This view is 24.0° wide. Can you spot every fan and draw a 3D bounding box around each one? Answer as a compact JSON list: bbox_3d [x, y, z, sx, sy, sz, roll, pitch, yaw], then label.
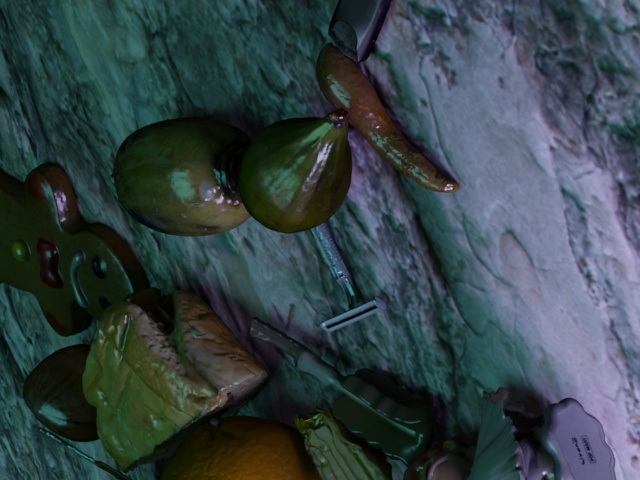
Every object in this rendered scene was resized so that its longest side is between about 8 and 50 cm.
[{"bbox_3d":[-0.267,0.357,2.188,0.335,0.011,0.229,29,167,8],"label":"fan"}]

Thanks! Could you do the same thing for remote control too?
[{"bbox_3d":[0.056,-0.274,1.548,0.059,0.028,0.212,42,137,19],"label":"remote control"}]

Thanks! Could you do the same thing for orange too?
[{"bbox_3d":[-0.090,0.345,1.916,0.264,0.264,0.264,27,130,36],"label":"orange"}]

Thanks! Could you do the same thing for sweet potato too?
[{"bbox_3d":[0.065,-0.123,1.622,0.214,0.050,0.050,50,141,7],"label":"sweet potato"}]

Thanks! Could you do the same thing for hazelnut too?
[{"bbox_3d":[-0.364,0.234,2.242,0.150,0.150,0.150,27,130,36],"label":"hazelnut"}]

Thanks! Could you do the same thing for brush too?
[{"bbox_3d":[0.022,0.170,1.835,0.301,0.071,0.084,30,121,34],"label":"brush"}]

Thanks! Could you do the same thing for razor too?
[{"bbox_3d":[0.003,-0.002,1.780,0.084,0.036,0.211,-24,88,28],"label":"razor"}]

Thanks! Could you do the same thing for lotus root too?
[{"bbox_3d":[-0.180,-0.077,1.850,0.278,0.154,0.154,4,116,52],"label":"lotus root"}]

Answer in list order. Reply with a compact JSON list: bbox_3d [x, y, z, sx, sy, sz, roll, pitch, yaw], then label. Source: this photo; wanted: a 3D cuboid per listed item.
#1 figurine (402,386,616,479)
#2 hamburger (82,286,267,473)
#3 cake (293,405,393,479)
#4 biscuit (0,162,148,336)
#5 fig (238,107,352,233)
[{"bbox_3d":[0.167,0.284,1.662,0.387,0.166,0.207,-36,67,49],"label":"figurine"},{"bbox_3d":[-0.206,0.165,2.008,0.209,0.162,0.330,60,147,8],"label":"hamburger"},{"bbox_3d":[0.028,0.255,1.808,0.116,0.185,0.079,43,109,-12],"label":"cake"},{"bbox_3d":[-0.415,0.014,2.227,0.432,0.064,0.283,25,129,38],"label":"biscuit"},{"bbox_3d":[-0.021,-0.099,1.665,0.126,0.133,0.185,49,137,38],"label":"fig"}]
